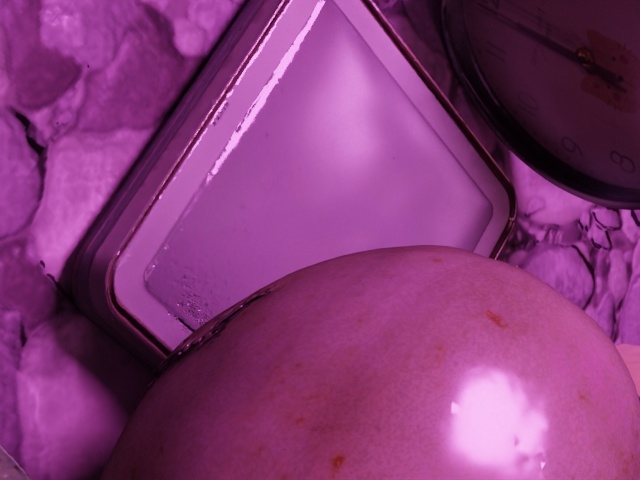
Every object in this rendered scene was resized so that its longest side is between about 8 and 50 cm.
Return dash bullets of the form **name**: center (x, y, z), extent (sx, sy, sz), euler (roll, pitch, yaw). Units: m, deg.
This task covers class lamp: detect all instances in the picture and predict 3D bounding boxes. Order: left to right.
- **lamp**: center (0.000, 0.000, 0.929), extent (0.266, 0.047, 0.269), euler (47, 64, -34)

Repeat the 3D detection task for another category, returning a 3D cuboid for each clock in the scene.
- **clock**: center (0.173, -0.121, 0.955), extent (0.049, 0.226, 0.226), euler (-41, 120, -28)

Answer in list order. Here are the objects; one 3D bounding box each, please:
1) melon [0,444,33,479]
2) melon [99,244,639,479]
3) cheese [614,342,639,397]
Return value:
- **melon**: center (-0.229, 0.118, 0.748), extent (0.114, 0.053, 0.262), euler (-45, 120, -8)
- **melon**: center (0.027, 0.140, 0.769), extent (0.330, 0.268, 0.268), euler (-49, 124, -23)
- **cheese**: center (0.261, 0.203, 1.038), extent (0.124, 0.265, 0.242), euler (-33, 115, -35)
